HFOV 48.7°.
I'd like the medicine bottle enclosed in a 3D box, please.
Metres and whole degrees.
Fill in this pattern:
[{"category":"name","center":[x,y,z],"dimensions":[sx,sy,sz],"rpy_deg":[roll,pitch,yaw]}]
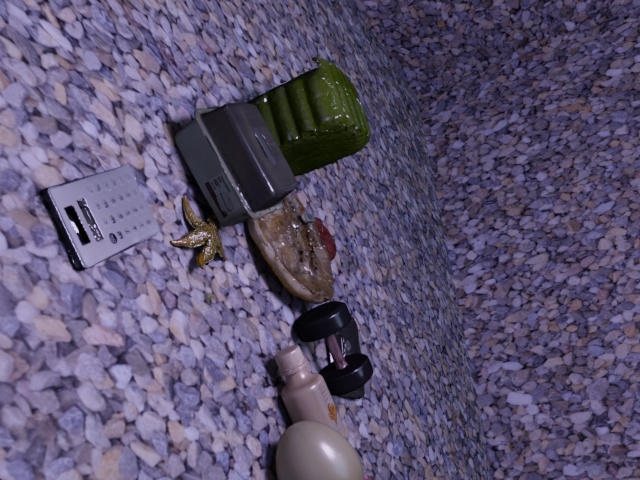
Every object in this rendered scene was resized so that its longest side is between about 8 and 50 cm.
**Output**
[{"category":"medicine bottle","center":[-0.035,0.378,1.704],"dimensions":[0.252,0.114,0.114],"rpy_deg":[67,23,-7]}]

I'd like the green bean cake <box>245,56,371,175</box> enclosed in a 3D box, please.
[{"category":"green bean cake","center":[-0.053,-0.331,1.980],"dimensions":[0.335,0.319,0.218],"rpy_deg":[19,52,-67]}]

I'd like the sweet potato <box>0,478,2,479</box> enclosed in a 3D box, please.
[{"category":"sweet potato","center":[-0.488,0.241,0.853],"dimensions":[0.273,0.075,0.075],"rpy_deg":[62,24,-26]}]

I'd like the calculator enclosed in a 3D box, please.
[{"category":"calculator","center":[-0.406,-0.050,1.331],"dimensions":[0.161,0.021,0.261],"rpy_deg":[67,23,-8]}]

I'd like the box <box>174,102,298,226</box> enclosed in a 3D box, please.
[{"category":"box","center":[-0.196,-0.187,1.690],"dimensions":[0.291,0.166,0.220],"rpy_deg":[61,22,-1]}]

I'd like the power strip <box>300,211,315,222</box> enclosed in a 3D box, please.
[{"category":"power strip","center":[-0.035,-0.064,2.012],"dimensions":[0.027,0.017,0.083],"rpy_deg":[66,15,7]}]

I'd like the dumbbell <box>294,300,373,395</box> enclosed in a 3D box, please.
[{"category":"dumbbell","center":[0.037,0.287,1.887],"dimensions":[0.218,0.152,0.152],"rpy_deg":[67,23,-8]}]

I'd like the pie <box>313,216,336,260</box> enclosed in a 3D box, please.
[{"category":"pie","center":[0.000,0.000,2.179],"dimensions":[0.153,0.038,0.154],"rpy_deg":[46,32,-40]}]

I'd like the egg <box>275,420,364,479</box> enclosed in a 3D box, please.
[{"category":"egg","center":[-0.002,0.514,1.572],"dimensions":[0.242,0.185,0.186],"rpy_deg":[65,23,-7]}]

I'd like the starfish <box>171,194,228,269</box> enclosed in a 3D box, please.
[{"category":"starfish","center":[-0.269,-0.021,1.595],"dimensions":[0.176,0.053,0.208],"rpy_deg":[58,18,-4]}]

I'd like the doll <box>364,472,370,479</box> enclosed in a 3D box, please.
[{"category":"doll","center":[0.132,0.718,1.832],"dimensions":[0.262,0.093,0.211],"rpy_deg":[64,20,-14]}]

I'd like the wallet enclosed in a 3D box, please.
[{"category":"wallet","center":[0.072,0.337,2.067],"dimensions":[0.168,0.052,0.245],"rpy_deg":[24,52,-55]}]

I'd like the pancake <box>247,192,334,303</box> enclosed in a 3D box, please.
[{"category":"pancake","center":[-0.080,0.000,1.942],"dimensions":[0.387,0.082,0.387],"rpy_deg":[51,23,-31]}]
